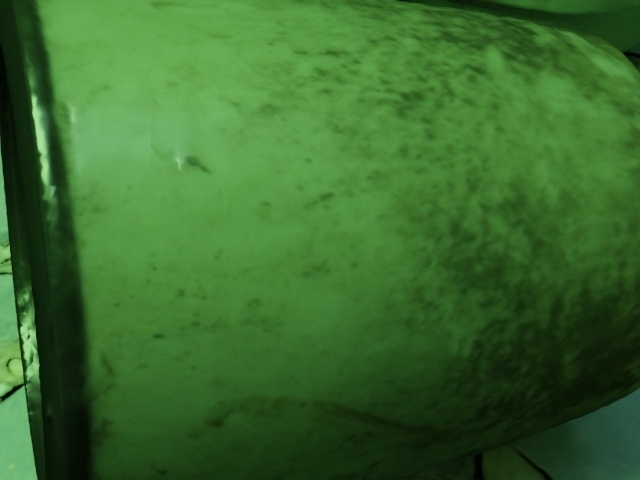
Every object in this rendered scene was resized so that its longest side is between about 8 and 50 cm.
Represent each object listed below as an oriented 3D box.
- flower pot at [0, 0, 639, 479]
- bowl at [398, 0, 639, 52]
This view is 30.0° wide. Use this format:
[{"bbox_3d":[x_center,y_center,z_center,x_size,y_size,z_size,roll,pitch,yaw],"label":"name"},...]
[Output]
[{"bbox_3d":[0.000,0.000,0.653,0.330,0.293,0.293,-5,45,-18],"label":"flower pot"},{"bbox_3d":[0.178,-0.254,0.983,0.307,0.163,0.307,1,46,-1],"label":"bowl"}]
